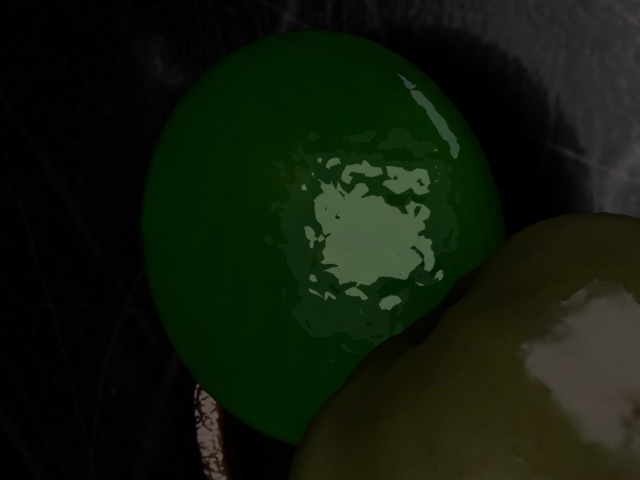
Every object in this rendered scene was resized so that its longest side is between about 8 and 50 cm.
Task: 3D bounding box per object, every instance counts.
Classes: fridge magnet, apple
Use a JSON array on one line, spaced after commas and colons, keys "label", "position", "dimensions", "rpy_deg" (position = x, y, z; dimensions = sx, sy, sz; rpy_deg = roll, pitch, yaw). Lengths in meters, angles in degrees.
[{"label": "fridge magnet", "position": [0.000, 0.000, 0.891], "dimensions": [0.208, 0.088, 0.208], "rpy_deg": [6, 102, 32]}, {"label": "apple", "position": [0.113, 0.135, 0.737], "dimensions": [0.279, 0.279, 0.279], "rpy_deg": [6, 101, 33]}]

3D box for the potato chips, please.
[{"label": "potato chips", "position": [-0.035, 0.162, 0.980], "dimensions": [0.037, 0.026, 0.204], "rpy_deg": [-16, 88, 21]}]
